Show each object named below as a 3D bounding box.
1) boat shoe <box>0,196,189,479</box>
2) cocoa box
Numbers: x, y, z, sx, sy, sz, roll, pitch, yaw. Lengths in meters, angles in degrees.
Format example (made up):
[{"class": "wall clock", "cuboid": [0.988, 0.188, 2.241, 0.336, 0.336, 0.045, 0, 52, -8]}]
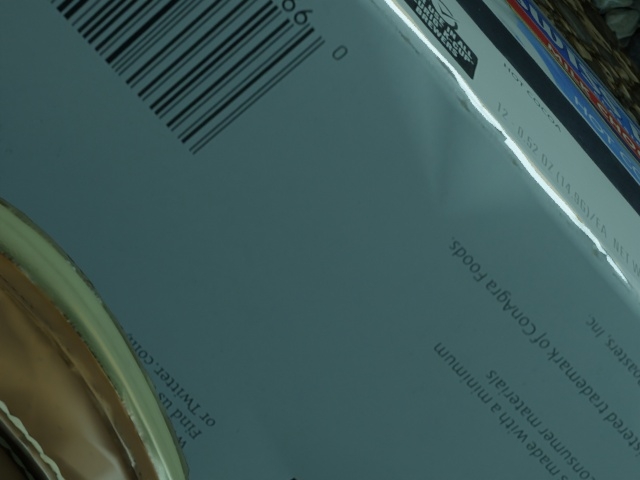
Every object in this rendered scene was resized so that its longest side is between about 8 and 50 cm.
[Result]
[{"class": "boat shoe", "cuboid": [-0.173, 0.011, 0.420, 0.324, 0.122, 0.120, 46, 26, 8]}, {"class": "cocoa box", "cuboid": [0.000, 0.000, 0.598, 0.347, 0.231, 0.228, 47, 21, -12]}]
